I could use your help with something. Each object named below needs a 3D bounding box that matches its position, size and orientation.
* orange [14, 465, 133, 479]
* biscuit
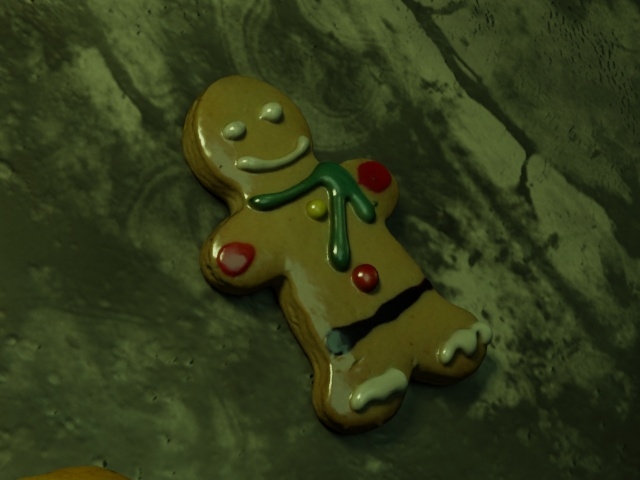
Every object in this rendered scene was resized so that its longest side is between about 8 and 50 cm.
[{"bbox_3d":[-0.140,0.216,0.902,0.170,0.112,0.160,55,49,-11],"label":"orange"},{"bbox_3d":[0.000,0.000,1.139,0.197,0.049,0.301,-28,82,-41],"label":"biscuit"}]
